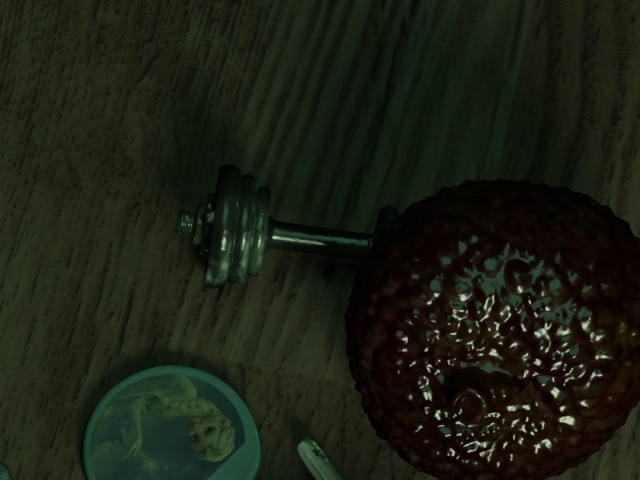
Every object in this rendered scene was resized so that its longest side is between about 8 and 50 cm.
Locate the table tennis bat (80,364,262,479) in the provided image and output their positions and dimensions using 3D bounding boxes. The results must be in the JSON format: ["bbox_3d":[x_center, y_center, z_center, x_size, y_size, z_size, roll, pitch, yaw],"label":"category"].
[{"bbox_3d":[-0.102,0.204,1.457,0.149,0.038,0.237,-31,65,-17],"label":"table tennis bat"}]

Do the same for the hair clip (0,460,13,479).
[{"bbox_3d":[-0.425,0.229,1.244,0.392,0.238,0.318,-8,43,35],"label":"hair clip"}]

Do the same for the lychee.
[{"bbox_3d":[0.146,0.071,1.423,0.260,0.261,0.261,1,62,-2],"label":"lychee"}]

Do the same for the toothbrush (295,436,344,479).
[{"bbox_3d":[0.109,0.317,1.399,0.040,0.042,0.418,-42,69,12],"label":"toothbrush"}]

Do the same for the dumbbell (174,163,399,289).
[{"bbox_3d":[0.000,0.000,1.533,0.254,0.110,0.110,8,62,-4],"label":"dumbbell"}]
